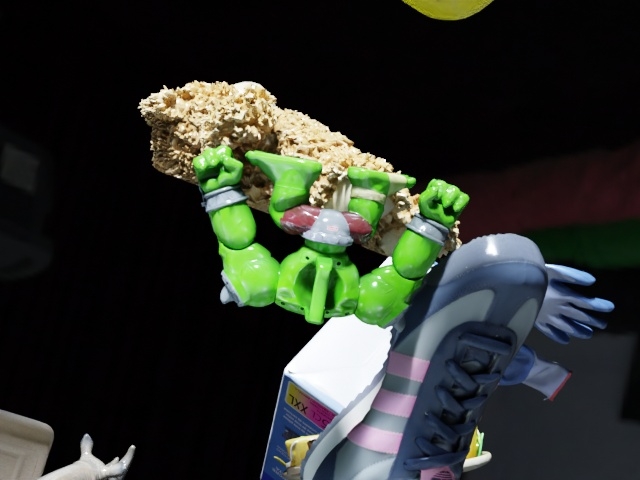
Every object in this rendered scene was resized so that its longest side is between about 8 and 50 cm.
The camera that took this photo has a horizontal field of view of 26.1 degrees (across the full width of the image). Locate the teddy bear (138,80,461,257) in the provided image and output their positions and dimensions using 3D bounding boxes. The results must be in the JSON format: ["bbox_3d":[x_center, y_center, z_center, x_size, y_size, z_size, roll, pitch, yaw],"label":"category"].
[{"bbox_3d":[-0.017,-0.071,1.246,0.245,0.113,0.338,22,1,-29],"label":"teddy bear"}]

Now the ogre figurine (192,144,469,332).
[{"bbox_3d":[0.000,0.000,1.023,0.197,0.118,0.097,9,2,-22],"label":"ogre figurine"}]

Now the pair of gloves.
[{"bbox_3d":[0.215,0.093,1.494,0.159,0.023,0.198,26,-53,1],"label":"pair of gloves"}]

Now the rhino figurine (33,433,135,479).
[{"bbox_3d":[-0.249,0.256,1.229,0.073,0.243,0.106,30,-43,28],"label":"rhino figurine"}]

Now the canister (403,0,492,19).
[{"bbox_3d":[0.053,-0.219,0.778,0.126,0.169,0.073,30,-46,-29],"label":"canister"}]

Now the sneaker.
[{"bbox_3d":[0.094,0.142,1.081,0.112,0.131,0.319,12,-55,-25],"label":"sneaker"}]

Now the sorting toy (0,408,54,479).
[{"bbox_3d":[-0.367,0.242,1.269,0.193,0.208,0.038,20,-9,-16],"label":"sorting toy"}]

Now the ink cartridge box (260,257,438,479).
[{"bbox_3d":[0.062,0.224,1.886,0.151,0.270,0.395,36,-32,14],"label":"ink cartridge box"}]

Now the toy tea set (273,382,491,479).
[{"bbox_3d":[0.068,0.190,1.473,0.200,0.124,0.336,-8,-4,-14],"label":"toy tea set"}]
